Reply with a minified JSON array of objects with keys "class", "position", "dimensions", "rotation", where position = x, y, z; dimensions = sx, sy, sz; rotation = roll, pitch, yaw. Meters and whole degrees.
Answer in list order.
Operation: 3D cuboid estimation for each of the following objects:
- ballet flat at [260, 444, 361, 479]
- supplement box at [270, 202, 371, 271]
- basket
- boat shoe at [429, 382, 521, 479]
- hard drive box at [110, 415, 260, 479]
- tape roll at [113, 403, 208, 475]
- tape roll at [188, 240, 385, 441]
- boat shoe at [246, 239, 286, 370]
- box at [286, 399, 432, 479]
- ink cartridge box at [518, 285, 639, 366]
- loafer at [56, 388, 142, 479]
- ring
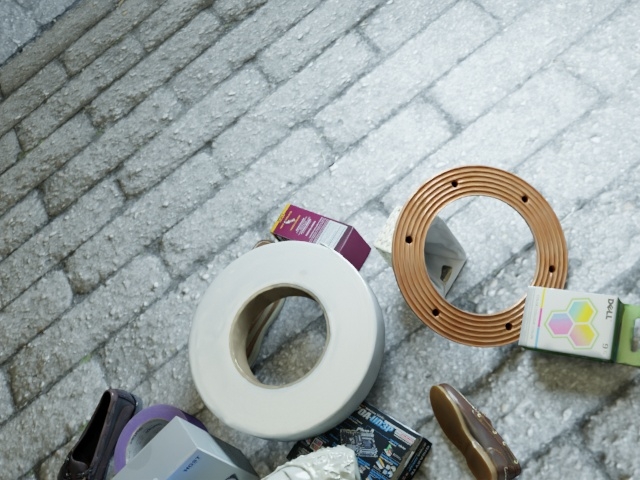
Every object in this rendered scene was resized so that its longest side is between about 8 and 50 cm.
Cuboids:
[{"class":"ballet flat","position":[-0.111,0.496,1.367],"dimensions":[0.409,0.147,0.147],"rotation":[-37,51,9]},{"class":"supplement box","position":[0.000,0.000,1.679],"dimensions":[0.188,0.104,0.080],"rotation":[21,73,36]},{"class":"basket","position":[0.193,0.021,1.525],"dimensions":[0.103,0.167,0.113],"rotation":[20,72,43]},{"class":"boat shoe","position":[0.266,0.332,1.359],"dimensions":[0.073,0.073,0.207],"rotation":[-12,50,-25]},{"class":"hard drive box","position":[-0.250,0.450,1.457],"dimensions":[0.181,0.232,0.089],"rotation":[-45,50,-2]},{"class":"tape roll","position":[-0.324,0.437,1.604],"dimensions":[0.189,0.080,0.188],"rotation":[-14,55,21]},{"class":"tape roll","position":[-0.069,0.189,1.512],"dimensions":[0.392,0.072,0.391],"rotation":[-8,66,18]},{"class":"boat shoe","position":[-0.160,0.135,1.675],"dimensions":[0.123,0.116,0.324],"rotation":[3,63,30]},{"class":"box","position":[0.067,0.387,1.438],"dimensions":[0.220,0.051,0.175],"rotation":[25,76,37]},{"class":"ink cartridge box","position":[0.456,0.147,1.342],"dimensions":[0.209,0.062,0.108],"rotation":[7,79,27]},{"class":"loafer","position":[-0.501,0.455,1.680],"dimensions":[0.109,0.095,0.302],"rotation":[17,71,36]},{"class":"ring","position":[0.290,0.027,1.431],"dimensions":[0.337,0.032,0.336],"rotation":[1,82,-10]}]
